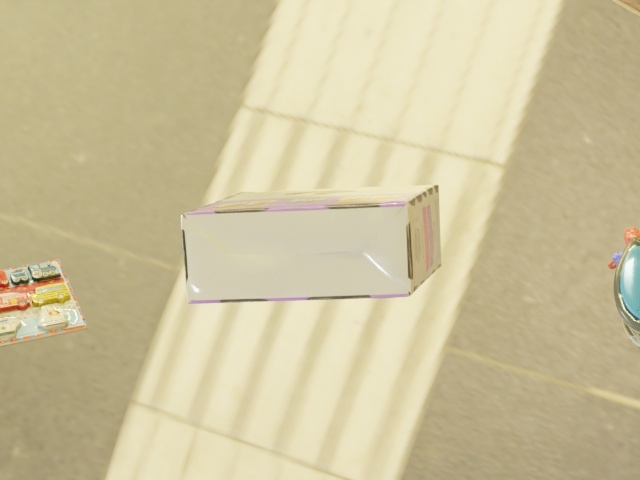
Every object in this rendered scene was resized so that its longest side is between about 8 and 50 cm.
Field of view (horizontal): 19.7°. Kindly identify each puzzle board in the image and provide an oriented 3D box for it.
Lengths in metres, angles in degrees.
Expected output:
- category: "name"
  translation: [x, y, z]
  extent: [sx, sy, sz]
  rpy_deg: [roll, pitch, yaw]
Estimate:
- category: "puzzle board"
  translation: [-0.289, 0.059, 1.691]
  extent: [0.096, 0.128, 0.011]
  rpy_deg: [-121, 28, -43]

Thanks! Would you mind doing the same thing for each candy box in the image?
- category: "candy box"
  translation: [0.000, 0.000, 1.385]
  extent: [0.165, 0.196, 0.070]
  rpy_deg: [-2, 95, 11]

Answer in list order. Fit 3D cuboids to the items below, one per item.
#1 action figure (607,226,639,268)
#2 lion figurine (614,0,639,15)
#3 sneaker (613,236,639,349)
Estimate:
- category: "action figure"
  translation: [0.241, 0.013, 1.399]
  extent: [0.030, 0.115, 0.038]
  rpy_deg: [-9, 76, 1]
- category: "lion figurine"
  translation: [0.103, -0.151, 0.436]
  extent: [0.392, 0.240, 0.142]
  rpy_deg: [-87, 19, -47]
- category: "sneaker"
  translation: [0.378, 0.025, 1.279]
  extent: [0.341, 0.139, 0.125]
  rpy_deg: [-5, 67, 11]
